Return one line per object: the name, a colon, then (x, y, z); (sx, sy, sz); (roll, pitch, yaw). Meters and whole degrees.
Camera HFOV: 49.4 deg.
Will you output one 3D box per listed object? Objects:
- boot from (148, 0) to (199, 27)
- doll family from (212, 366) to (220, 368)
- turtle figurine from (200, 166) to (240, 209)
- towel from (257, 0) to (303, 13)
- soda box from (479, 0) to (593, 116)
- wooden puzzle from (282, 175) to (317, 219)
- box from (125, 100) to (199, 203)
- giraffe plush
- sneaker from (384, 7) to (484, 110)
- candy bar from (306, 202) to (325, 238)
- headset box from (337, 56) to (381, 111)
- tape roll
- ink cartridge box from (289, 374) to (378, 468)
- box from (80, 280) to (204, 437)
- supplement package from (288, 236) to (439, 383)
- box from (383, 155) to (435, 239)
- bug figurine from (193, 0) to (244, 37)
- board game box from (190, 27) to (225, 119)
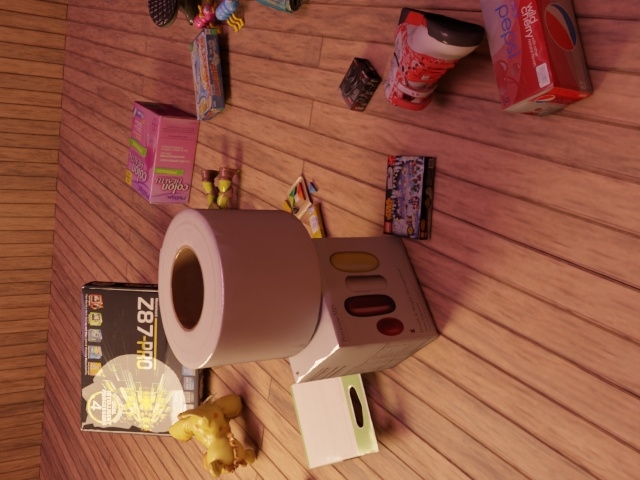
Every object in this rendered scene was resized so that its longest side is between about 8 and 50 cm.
boot: (-0.360, -0.607, 1.783); (0.083, 0.161, 0.247); (-18, 59, 18)
doll family: (-0.257, 0.241, 1.732); (0.193, 0.076, 0.111); (-39, 55, 44)
turtle figurine: (-0.255, -0.065, 1.701); (0.269, 0.087, 0.218); (-3, 89, 56)
towel: (-0.133, -0.660, 1.488); (0.370, 0.040, 0.272); (35, 117, 39)
soda box: (0.272, -0.302, 0.914); (0.083, 0.092, 0.264); (-21, 74, 51)
wooden puzzle: (-0.047, -0.088, 1.460); (0.116, 0.014, 0.079); (-55, 48, 40)
box: (-0.448, -0.249, 1.954); (0.213, 0.117, 0.243); (33, 118, 50)
giraffe plush: (-0.238, 0.468, 1.632); (0.171, 0.181, 0.210); (61, 155, 18)
sneaker: (0.162, -0.257, 1.029); (0.270, 0.090, 0.145); (-108, 27, -66)
candy bar: (0.000, 0.000, 1.389); (0.040, 0.018, 0.162); (-32, 64, 48)
headset box: (0.068, -0.281, 1.269); (0.083, 0.032, 0.062); (-57, 47, 38)
tape roll: (-0.134, 0.072, 1.095); (0.246, 0.169, 0.246); (3, 93, 55)
ink cartridge box: (0.037, 0.327, 1.312); (0.235, 0.056, 0.171); (-34, 64, 48)
box: (-0.467, 0.312, 1.839); (0.097, 0.318, 0.395); (-77, -10, -84)
supplement package: (0.049, 0.110, 1.157); (0.149, 0.203, 0.194); (-47, 54, 46)
box: (0.147, -0.073, 1.163); (0.094, 0.027, 0.137); (11, 100, 56)
bug figurine: (-0.263, -0.630, 1.712); (0.216, 0.072, 0.279); (-28, 68, 53)
board game box: (-0.286, -0.417, 1.758); (0.136, 0.035, 0.201); (-9, 87, 64)
